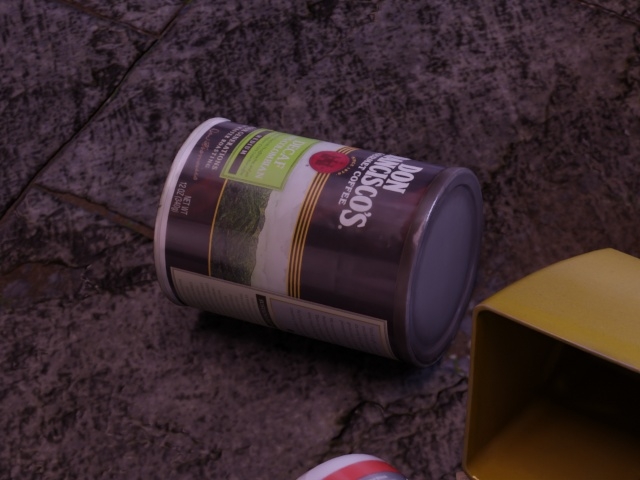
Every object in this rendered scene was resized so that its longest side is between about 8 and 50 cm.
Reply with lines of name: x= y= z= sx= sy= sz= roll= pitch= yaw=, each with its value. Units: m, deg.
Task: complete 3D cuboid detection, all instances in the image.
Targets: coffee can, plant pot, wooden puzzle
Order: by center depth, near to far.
plant pot: x=0.273 y=0.130 z=1.673 sx=0.212 sy=0.212 sz=0.187 roll=23 pitch=41 yaw=27
wooden puzzle: x=0.165 y=0.245 z=1.721 sx=0.116 sy=0.014 sz=0.078 roll=-2 pitch=48 yaw=10
coffee can: x=0.000 y=0.000 z=1.828 sx=0.275 sy=0.201 sz=0.201 roll=13 pitch=56 yaw=22

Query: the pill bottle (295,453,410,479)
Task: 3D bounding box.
pill bottle: x=0.105 y=0.357 z=1.517 sx=0.210 sy=0.210 sz=0.363 roll=-41 pitch=56 yaw=-19
